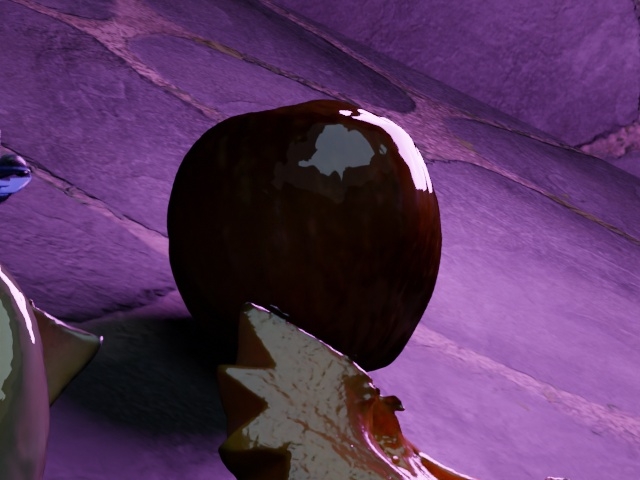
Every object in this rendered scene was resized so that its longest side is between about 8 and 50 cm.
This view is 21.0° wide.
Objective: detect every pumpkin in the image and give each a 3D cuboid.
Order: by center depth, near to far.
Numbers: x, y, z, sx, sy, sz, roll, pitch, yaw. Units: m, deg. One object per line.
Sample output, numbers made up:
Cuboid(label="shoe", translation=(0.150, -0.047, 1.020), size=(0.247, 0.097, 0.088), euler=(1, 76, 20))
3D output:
Cuboid(label="pumpkin", translation=(0.028, 0.166, 1.071), size=(0.254, 0.149, 0.130), euler=(28, 60, -1))

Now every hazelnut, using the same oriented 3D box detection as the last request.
Cuboid(label="hazelnut", translation=(0.000, 0.000, 1.309), size=(0.233, 0.218, 0.218), euler=(6, 25, -46))

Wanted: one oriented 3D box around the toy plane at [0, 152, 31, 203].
Cuboid(label="toy plane", translation=(-0.279, -0.059, 1.328), size=(0.169, 0.078, 0.246), euler=(-1, 7, 17))

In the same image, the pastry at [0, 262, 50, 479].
Cuboid(label="pastry", translation=(-0.240, 0.085, 0.723), size=(0.264, 0.133, 0.265), euler=(12, 54, -17))

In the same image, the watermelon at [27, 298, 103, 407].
Cuboid(label="watermelon", translation=(-0.282, 0.066, 0.881), size=(0.303, 0.159, 0.128), euler=(22, -14, -7))
